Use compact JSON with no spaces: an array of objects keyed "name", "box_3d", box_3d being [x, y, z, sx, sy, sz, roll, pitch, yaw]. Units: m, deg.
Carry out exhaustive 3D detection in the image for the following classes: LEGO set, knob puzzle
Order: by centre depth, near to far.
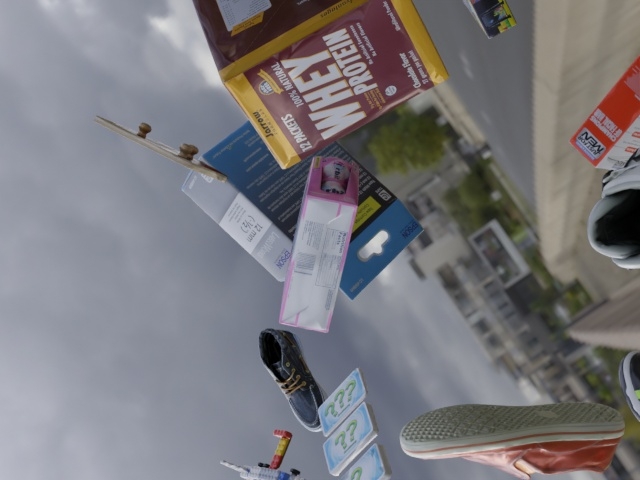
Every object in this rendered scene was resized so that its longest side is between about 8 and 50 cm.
[{"name":"LEGO set","box_3d":[-0.031,0.269,1.338,0.060,0.244,0.182,31,-157,-27]},{"name":"knob puzzle","box_3d":[-0.211,-0.135,1.742,0.213,0.030,0.213,25,-178,-1]}]

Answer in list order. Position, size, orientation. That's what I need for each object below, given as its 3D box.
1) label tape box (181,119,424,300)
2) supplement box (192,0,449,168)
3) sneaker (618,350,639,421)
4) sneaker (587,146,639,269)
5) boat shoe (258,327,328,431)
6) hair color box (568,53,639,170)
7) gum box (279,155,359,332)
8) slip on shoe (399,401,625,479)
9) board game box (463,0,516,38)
[{"name":"label tape box","box_3d":[-0.026,-0.058,2.059,0.348,0.115,0.249,44,-131,3]},{"name":"supplement box","box_3d":[-0.007,-0.212,1.198,0.129,0.191,0.194,55,-171,-44]},{"name":"sneaker","box_3d":[0.445,0.207,1.374,0.084,0.097,0.234,-16,-121,-38]},{"name":"sneaker","box_3d":[0.316,-0.036,1.161,0.330,0.146,0.122,-156,52,-86]},{"name":"boat shoe","box_3d":[-0.049,0.229,1.962,0.083,0.065,0.183,20,-139,-62]},{"name":"hair color box","box_3d":[0.372,-0.157,1.369,0.093,0.167,0.053,4,-141,-50]},{"name":"gum box","box_3d":[0.000,0.000,1.431,0.062,0.188,0.107,11,-151,-3]},{"name":"slip on shoe","box_3d":[0.275,0.294,1.708,0.123,0.331,0.101,-132,45,-70]},{"name":"board game box","box_3d":[0.204,-0.386,1.682,0.170,0.048,0.141,56,-172,-30]}]
